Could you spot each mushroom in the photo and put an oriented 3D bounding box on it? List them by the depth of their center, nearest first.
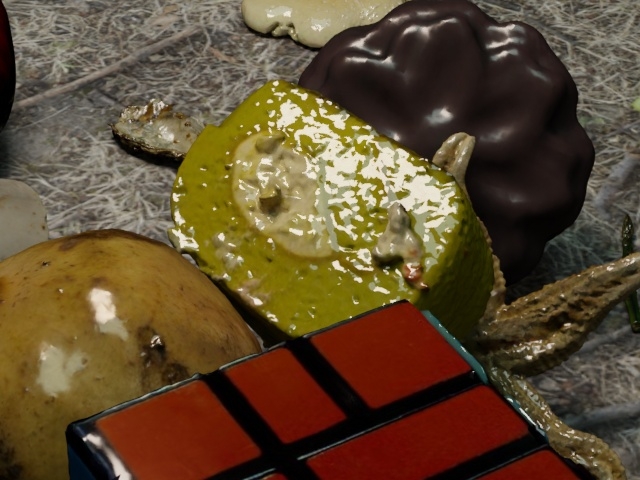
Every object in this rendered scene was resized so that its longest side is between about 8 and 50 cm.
[{"bbox_3d":[-0.362,0.012,1.691,0.225,0.093,0.116,-15,63,-28],"label":"mushroom"}]

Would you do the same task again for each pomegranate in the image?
[{"bbox_3d":[-0.176,0.126,1.403,0.281,0.281,0.281,1,38,-1],"label":"pomegranate"}]

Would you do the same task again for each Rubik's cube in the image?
[{"bbox_3d":[0.017,0.254,1.243,0.293,0.288,0.283,-19,42,-22],"label":"Rubik's cube"}]

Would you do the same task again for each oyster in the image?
[{"bbox_3d":[-0.159,-0.101,1.893,0.086,0.029,0.132,-24,48,-20],"label":"oyster"}]

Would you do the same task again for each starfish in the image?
[{"bbox_3d":[0.119,0.088,1.552,0.375,0.094,0.327,40,84,14],"label":"starfish"}]

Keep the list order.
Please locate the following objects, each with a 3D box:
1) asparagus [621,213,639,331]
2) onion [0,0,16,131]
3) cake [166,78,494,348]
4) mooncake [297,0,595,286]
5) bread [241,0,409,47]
[{"bbox_3d":[0.292,0.030,1.754,0.016,0.016,0.163,-18,34,18],"label":"asparagus"},{"bbox_3d":[-0.430,-0.182,1.798,0.273,0.285,0.273,-21,37,16],"label":"onion"},{"bbox_3d":[0.000,0.000,1.486,0.260,0.156,0.179,32,74,28],"label":"cake"},{"bbox_3d":[0.104,-0.076,1.662,0.283,0.283,0.141,3,7,2],"label":"mooncake"},{"bbox_3d":[0.028,-0.296,2.139,0.182,0.039,0.251,17,40,19],"label":"bread"}]
